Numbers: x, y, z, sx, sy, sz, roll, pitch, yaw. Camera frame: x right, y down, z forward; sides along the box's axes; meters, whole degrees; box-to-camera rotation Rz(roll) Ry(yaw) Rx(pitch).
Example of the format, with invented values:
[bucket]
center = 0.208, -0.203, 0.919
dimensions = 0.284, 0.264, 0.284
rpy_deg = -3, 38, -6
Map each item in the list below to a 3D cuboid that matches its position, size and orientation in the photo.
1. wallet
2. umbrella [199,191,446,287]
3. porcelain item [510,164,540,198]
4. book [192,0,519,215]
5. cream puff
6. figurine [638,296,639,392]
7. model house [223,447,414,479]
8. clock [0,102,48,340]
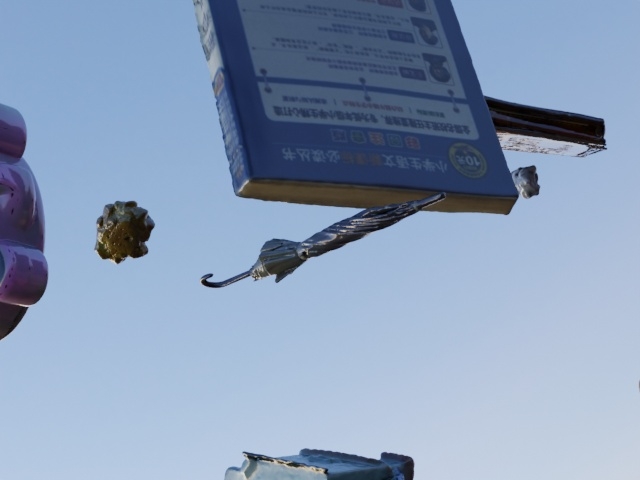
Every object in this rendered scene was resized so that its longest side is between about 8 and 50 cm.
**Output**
[wallet]
center = 0.230, -0.119, 1.558
dimensions = 0.195, 0.160, 0.042
rpy_deg = 59, -138, -86
[umbrella]
center = 0.003, 0.002, 1.189
dimensions = 0.269, 0.044, 0.044
rpy_deg = -19, -30, 35
[porcelain item]
center = 0.225, -0.064, 1.538
dimensions = 0.028, 0.036, 0.083
rpy_deg = -4, 3, 0
[book]
center = 0.017, -0.214, 1.414
dimensions = 0.300, 0.428, 0.039
rpy_deg = 4, -35, -26
[cream puff]
center = -0.244, -0.013, 1.742
dimensions = 0.083, 0.058, 0.083
rpy_deg = -18, -62, 14
[figurine]
center = 0.439, 0.110, 1.499
dimensions = 0.174, 0.116, 0.240
rpy_deg = 19, -28, -20
[model house]
center = 0.016, 0.228, 1.171
dimensions = 0.148, 0.120, 0.148
rpy_deg = 3, 7, 43
[clock]
center = -0.376, -0.003, 1.471
dimensions = 0.090, 0.248, 0.227
rpy_deg = 14, -46, -44
